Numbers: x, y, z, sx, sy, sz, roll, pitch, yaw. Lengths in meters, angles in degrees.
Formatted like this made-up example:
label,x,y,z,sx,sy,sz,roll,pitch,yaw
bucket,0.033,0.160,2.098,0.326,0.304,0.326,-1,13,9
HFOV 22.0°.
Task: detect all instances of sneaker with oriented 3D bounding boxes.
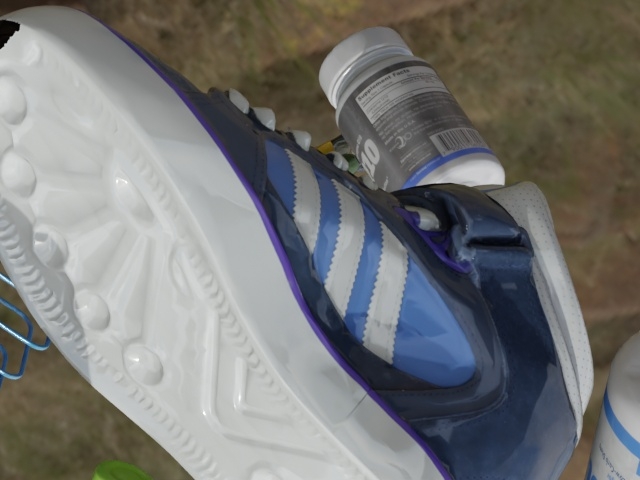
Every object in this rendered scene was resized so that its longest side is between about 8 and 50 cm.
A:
label,x,y,z,sx,sy,sz,roll,pitch,yaw
sneaker,0.001,0.000,0.786,0.130,0.323,0.236,-38,-179,40

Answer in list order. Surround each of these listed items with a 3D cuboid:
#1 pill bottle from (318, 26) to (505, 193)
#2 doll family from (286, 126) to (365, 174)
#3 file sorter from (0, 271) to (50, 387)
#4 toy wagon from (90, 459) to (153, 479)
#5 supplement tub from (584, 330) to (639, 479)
label,x,y,z,sx,sy,sz,roll,pitch,yaw
pill bottle,0.058,-0.074,1.106,0.078,0.137,0.078,-23,149,-15
doll family,-0.015,-0.048,1.454,0.111,0.076,0.193,-26,164,-22
file sorter,-0.278,0.045,1.462,0.104,0.118,0.170,36,111,-20
toy wagon,-0.201,0.315,1.432,0.344,0.068,0.267,15,107,-32
supplement tub,0.121,0.086,0.541,0.071,0.071,0.107,-17,129,-31
